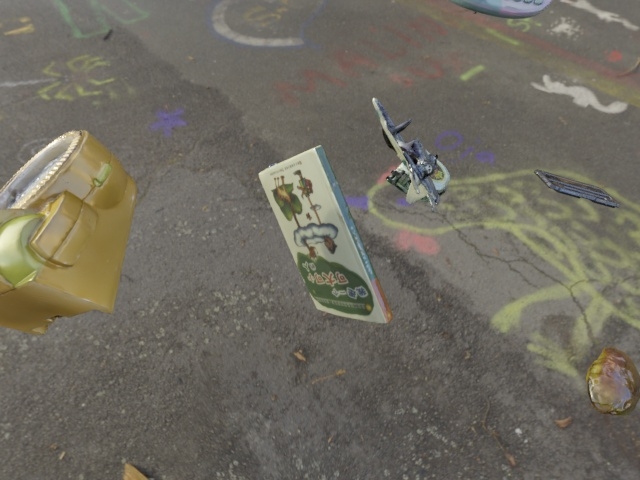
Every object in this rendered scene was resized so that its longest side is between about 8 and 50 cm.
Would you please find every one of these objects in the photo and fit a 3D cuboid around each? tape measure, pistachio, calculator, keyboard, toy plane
[{"bbox_3d":[0.378,-0.227,1.535,0.207,0.115,0.235,44,47,1],"label":"tape measure"},{"bbox_3d":[0.494,0.233,0.667,0.173,0.049,0.089,-18,85,-39],"label":"pistachio"},{"bbox_3d":[0.339,-0.550,0.830,0.299,0.041,0.185,13,79,-4],"label":"calculator"},{"bbox_3d":[0.724,-0.145,1.143,0.262,0.016,0.106,10,37,-18],"label":"keyboard"},{"bbox_3d":[0.190,-0.188,0.855,0.088,0.262,0.192,-18,17,27],"label":"toy plane"}]

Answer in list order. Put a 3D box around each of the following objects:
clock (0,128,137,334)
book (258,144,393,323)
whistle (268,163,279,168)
[{"bbox_3d":[-0.435,-0.030,0.668,0.244,0.200,0.317,-16,49,22],"label":"clock"},{"bbox_3d":[0.000,0.000,0.873,0.043,0.260,0.371,-30,103,-28],"label":"book"},{"bbox_3d":[-0.146,-0.230,1.292,0.033,0.029,0.083,-5,22,18],"label":"whistle"}]
